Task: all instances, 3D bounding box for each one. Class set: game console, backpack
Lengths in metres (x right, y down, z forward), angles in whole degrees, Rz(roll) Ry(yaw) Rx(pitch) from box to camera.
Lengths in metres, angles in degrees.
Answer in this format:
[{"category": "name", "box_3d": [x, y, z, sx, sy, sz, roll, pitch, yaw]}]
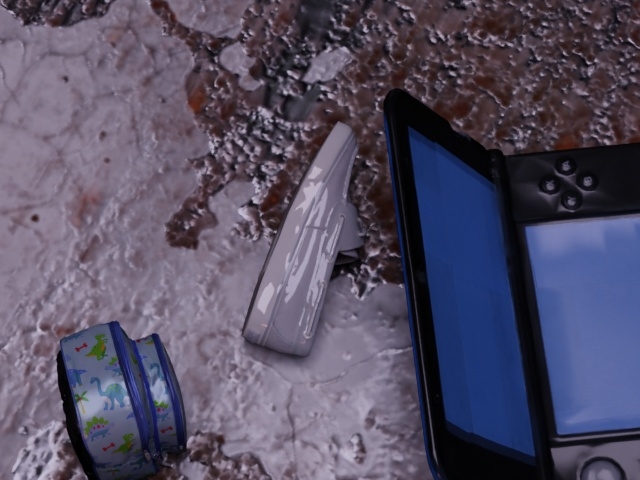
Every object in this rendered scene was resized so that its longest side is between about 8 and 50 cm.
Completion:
[{"category": "game console", "box_3d": [0.180, 0.042, 1.159, 0.250, 0.173, 0.293, -6, 69, -1]}, {"category": "backpack", "box_3d": [-0.142, 0.110, 1.166, 0.084, 0.114, 0.105, -17, 68, -6]}]

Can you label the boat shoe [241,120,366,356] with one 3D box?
[{"category": "boat shoe", "box_3d": [0.000, 0.000, 1.239, 0.063, 0.066, 0.184, 23, 67, -5]}]
